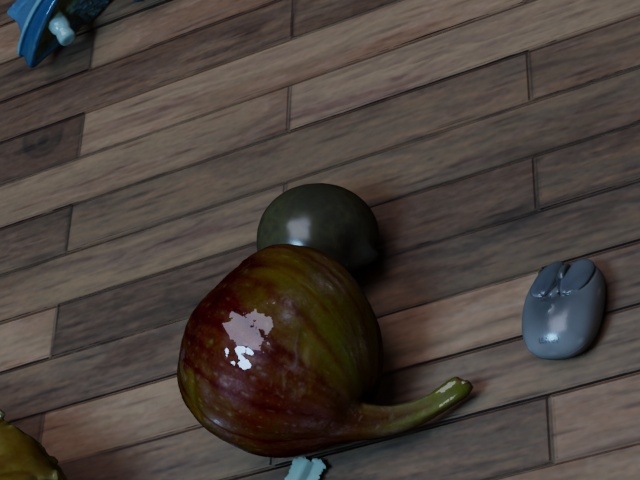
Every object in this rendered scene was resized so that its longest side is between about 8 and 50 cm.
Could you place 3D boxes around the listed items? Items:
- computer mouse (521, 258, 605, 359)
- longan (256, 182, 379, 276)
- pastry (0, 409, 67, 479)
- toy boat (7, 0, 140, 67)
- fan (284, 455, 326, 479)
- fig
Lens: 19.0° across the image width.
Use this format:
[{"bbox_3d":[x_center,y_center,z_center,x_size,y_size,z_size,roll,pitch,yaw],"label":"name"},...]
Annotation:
[{"bbox_3d":[0.192,0.051,1.526,0.066,0.039,0.096,-5,53,31],"label":"computer mouse"},{"bbox_3d":[0.000,0.000,1.665,0.113,0.092,0.113,-3,45,3],"label":"longan"},{"bbox_3d":[-0.335,0.279,1.593,0.284,0.184,0.316,-29,39,-24],"label":"pastry"},{"bbox_3d":[-0.232,-0.273,2.048,0.238,0.109,0.098,-39,77,2],"label":"toy boat"},{"bbox_3d":[-0.091,0.351,1.497,0.233,0.012,0.414,4,59,35],"label":"fan"},{"bbox_3d":[-0.010,0.112,1.548,0.175,0.175,0.207,-46,70,-5],"label":"fig"}]
